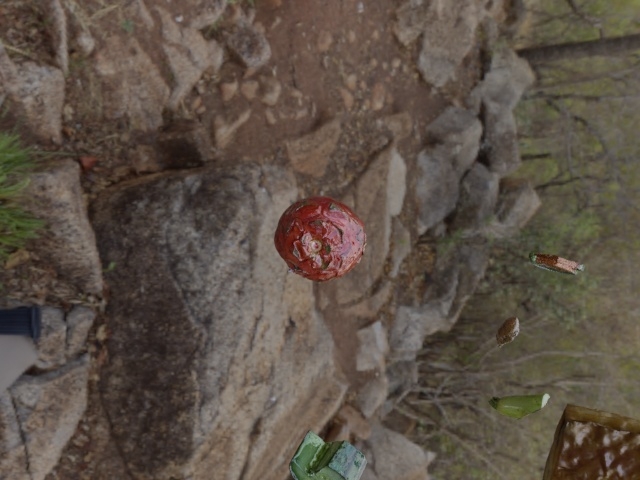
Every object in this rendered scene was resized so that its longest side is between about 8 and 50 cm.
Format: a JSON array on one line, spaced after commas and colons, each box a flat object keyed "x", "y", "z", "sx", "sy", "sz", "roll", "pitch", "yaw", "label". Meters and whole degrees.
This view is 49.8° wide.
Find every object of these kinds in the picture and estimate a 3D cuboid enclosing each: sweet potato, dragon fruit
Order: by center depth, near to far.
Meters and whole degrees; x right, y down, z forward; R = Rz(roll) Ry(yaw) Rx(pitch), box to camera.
[{"x": 0.001, "y": -0.004, "z": 1.778, "sx": 0.252, "sy": 0.240, "sz": 0.241, "roll": -10, "pitch": 96, "yaw": -47, "label": "dragon fruit"}, {"x": 0.637, "y": 0.320, "z": 2.360, "sx": 0.206, "sy": 0.059, "sz": 0.068, "roll": 97, "pitch": -24, "yaw": -59, "label": "sweet potato"}]

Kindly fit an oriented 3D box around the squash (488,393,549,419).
[{"x": 0.613, "y": 0.520, "z": 2.149, "sx": 0.090, "sy": 0.200, "sz": 0.075, "roll": -33, "pitch": 105, "yaw": -48, "label": "squash"}]

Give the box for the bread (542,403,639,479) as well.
[{"x": 0.824, "y": 0.667, "z": 2.026, "sx": 0.191, "sy": 0.313, "sz": 0.370, "roll": -10, "pitch": 109, "yaw": -68, "label": "bread"}]

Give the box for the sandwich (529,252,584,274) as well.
[{"x": 0.461, "y": 0.045, "z": 1.365, "sx": 0.101, "sy": 0.069, "sz": 0.026, "roll": 15, "pitch": 85, "yaw": -20, "label": "sandwich"}]

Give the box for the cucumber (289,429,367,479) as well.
[{"x": 0.030, "y": 0.607, "z": 1.837, "sx": 0.130, "sy": 0.191, "sz": 0.191, "roll": -60, "pitch": 136, "yaw": -33, "label": "cucumber"}]
